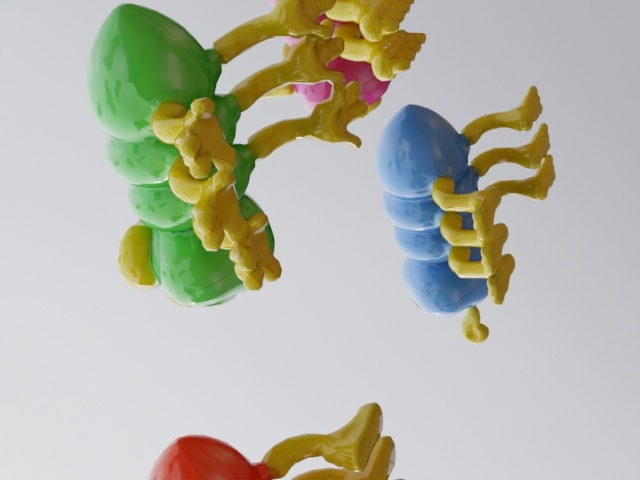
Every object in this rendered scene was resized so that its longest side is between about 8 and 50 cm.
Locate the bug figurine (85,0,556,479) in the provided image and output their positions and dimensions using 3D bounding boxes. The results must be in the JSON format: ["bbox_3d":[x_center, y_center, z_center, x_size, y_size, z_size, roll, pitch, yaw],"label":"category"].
[{"bbox_3d":[0.000,0.000,0.508,0.279,0.072,0.216,-56,-41,-51],"label":"bug figurine"}]
